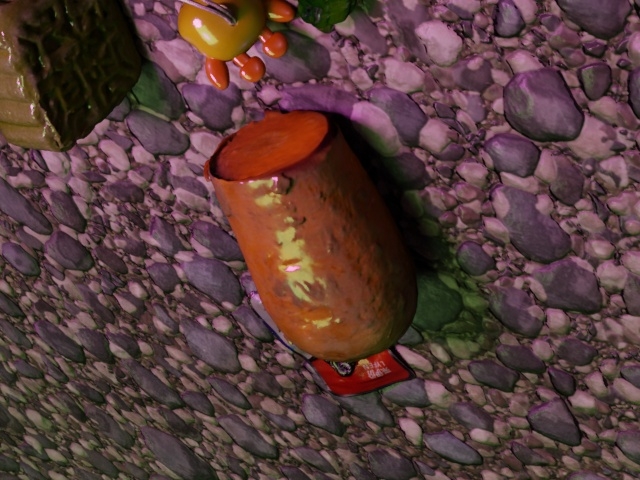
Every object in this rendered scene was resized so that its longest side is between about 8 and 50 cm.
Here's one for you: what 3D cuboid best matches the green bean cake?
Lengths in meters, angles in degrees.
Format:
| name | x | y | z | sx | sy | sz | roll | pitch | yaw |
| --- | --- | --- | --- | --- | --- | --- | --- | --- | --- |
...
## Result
| name | x | y | z | sx | sy | sz | roll | pitch | yaw |
| --- | --- | --- | --- | --- | --- | --- | --- | --- | --- |
| green bean cake | -0.371 | -0.269 | 1.950 | 0.124 | 0.222 | 0.248 | 8 | 134 | 37 |

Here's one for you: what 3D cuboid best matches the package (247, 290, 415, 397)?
| name | x | y | z | sx | sy | sz | roll | pitch | yaw |
| --- | --- | --- | --- | --- | --- | --- | --- | --- | --- |
| package | 0.009 | 0.156 | 2.276 | 0.269 | 0.071 | 0.194 | 40 | 150 | -29 |

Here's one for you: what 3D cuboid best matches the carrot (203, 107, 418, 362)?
| name | x | y | z | sx | sy | sz | roll | pitch | yaw |
| --- | --- | --- | --- | --- | --- | --- | --- | --- | --- |
| carrot | 0.000 | 0.000 | 1.958 | 0.224 | 0.224 | 0.341 | 2 | 127 | 40 |

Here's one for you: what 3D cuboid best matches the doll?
| name | x | y | z | sx | sy | sz | roll | pitch | yaw |
| --- | --- | --- | --- | --- | --- | --- | --- | --- | --- |
| doll | -0.137 | -0.301 | 1.801 | 0.221 | 0.143 | 0.135 | 46 | 174 | -4 |

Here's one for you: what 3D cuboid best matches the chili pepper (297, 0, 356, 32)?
| name | x | y | z | sx | sy | sz | roll | pitch | yaw |
| --- | --- | --- | --- | --- | --- | --- | --- | --- | --- |
| chili pepper | -0.010 | -0.348 | 1.679 | 0.100 | 0.074 | 0.257 | 15 | 136 | 32 |
